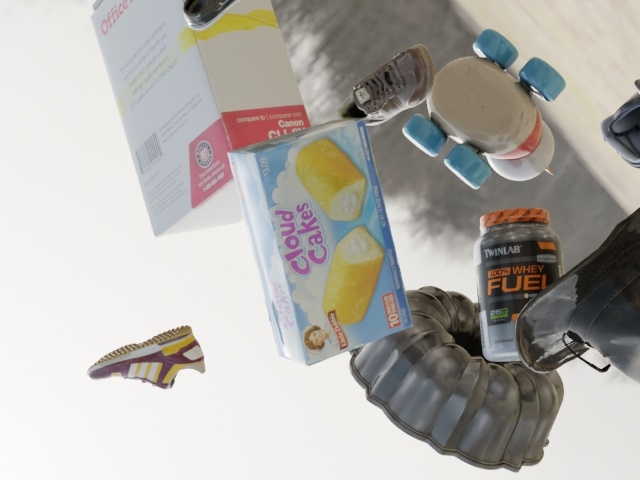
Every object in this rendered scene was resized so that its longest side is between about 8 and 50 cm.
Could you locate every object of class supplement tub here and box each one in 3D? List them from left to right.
[{"bbox_3d":[0.262,0.059,1.693,0.117,0.117,0.191,22,-119,-68],"label":"supplement tub"}]

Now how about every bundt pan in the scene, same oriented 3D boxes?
[{"bbox_3d":[0.210,0.180,1.877,0.330,0.124,0.331,22,-157,-10],"label":"bundt pan"}]

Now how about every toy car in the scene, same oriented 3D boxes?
[{"bbox_3d":[0.298,-0.178,2.117,0.210,0.219,0.238,41,-178,39],"label":"toy car"}]

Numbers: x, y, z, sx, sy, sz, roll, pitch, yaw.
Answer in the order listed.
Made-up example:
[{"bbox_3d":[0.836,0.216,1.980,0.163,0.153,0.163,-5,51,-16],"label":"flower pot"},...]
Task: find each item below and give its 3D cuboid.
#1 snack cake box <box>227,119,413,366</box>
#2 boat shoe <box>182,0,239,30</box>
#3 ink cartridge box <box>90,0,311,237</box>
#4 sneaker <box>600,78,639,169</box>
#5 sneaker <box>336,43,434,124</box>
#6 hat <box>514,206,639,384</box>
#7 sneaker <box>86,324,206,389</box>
[{"bbox_3d":[0.000,0.000,1.559,0.089,0.152,0.264,10,117,62],"label":"snack cake box"},{"bbox_3d":[-0.106,-0.304,1.520,0.049,0.142,0.040,42,176,14],"label":"boat shoe"},{"bbox_3d":[-0.179,-0.236,1.935,0.160,0.279,0.385,-11,-103,-35],"label":"ink cartridge box"},{"bbox_3d":[0.396,-0.187,1.489,0.153,0.099,0.282,6,-126,-16],"label":"sneaker"},{"bbox_3d":[0.083,-0.191,1.677,0.066,0.071,0.188,67,154,10],"label":"sneaker"},{"bbox_3d":[0.385,0.090,1.527,0.134,0.331,0.331,54,-168,27],"label":"hat"},{"bbox_3d":[-0.264,0.195,1.957,0.084,0.185,0.069,67,-162,-9],"label":"sneaker"}]
